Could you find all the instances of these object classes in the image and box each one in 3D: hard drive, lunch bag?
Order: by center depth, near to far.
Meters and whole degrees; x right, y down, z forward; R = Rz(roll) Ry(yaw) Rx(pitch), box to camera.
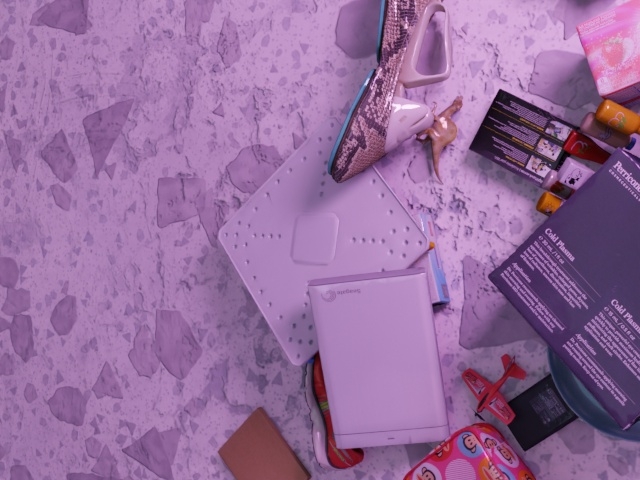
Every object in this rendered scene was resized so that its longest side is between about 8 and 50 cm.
[{"bbox_3d":[0.415,0.326,1.683,0.135,0.022,0.094,-41,68,24],"label":"hard drive"},{"bbox_3d":[0.298,0.526,1.691,0.258,0.120,0.293,-45,67,23],"label":"lunch bag"},{"bbox_3d":[0.118,0.237,1.752,0.233,0.047,0.353,-7,104,11],"label":"hard drive"}]

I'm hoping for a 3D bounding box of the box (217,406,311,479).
[{"bbox_3d":[-0.130,0.508,2.014,0.164,0.021,0.201,-49,65,20],"label":"box"}]

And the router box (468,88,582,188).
[{"bbox_3d":[0.392,-0.195,1.704,0.179,0.046,0.133,34,106,28],"label":"router box"}]

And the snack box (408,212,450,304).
[{"bbox_3d":[0.101,0.078,1.864,0.322,0.060,0.187,-18,76,30],"label":"snack box"}]

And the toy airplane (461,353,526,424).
[{"bbox_3d":[0.341,0.282,1.722,0.151,0.028,0.151,-17,66,43],"label":"toy airplane"}]

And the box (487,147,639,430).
[{"bbox_3d":[0.525,0.078,1.485,0.312,0.179,0.343,-48,66,22],"label":"box"}]

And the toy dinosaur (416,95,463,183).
[{"bbox_3d":[0.233,-0.213,1.799,0.092,0.053,0.183,20,98,29],"label":"toy dinosaur"}]

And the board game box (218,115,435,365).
[{"bbox_3d":[0.000,0.000,1.872,0.390,0.050,0.390,-45,58,18],"label":"board game box"}]

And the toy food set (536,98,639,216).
[{"bbox_3d":[0.488,-0.135,1.589,0.104,0.111,0.232,26,111,-4],"label":"toy food set"}]

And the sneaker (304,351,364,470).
[{"bbox_3d":[0.038,0.346,1.889,0.118,0.107,0.279,-10,85,12],"label":"sneaker"}]

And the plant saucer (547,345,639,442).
[{"bbox_3d":[0.567,0.198,1.583,0.317,0.043,0.318,-1,88,32],"label":"plant saucer"}]

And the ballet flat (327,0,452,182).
[{"bbox_3d":[0.163,-0.329,1.761,0.182,0.164,0.483,16,82,10],"label":"ballet flat"}]

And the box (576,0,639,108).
[{"bbox_3d":[0.614,-0.352,1.511,0.300,0.154,0.142,-22,77,30],"label":"box"}]
